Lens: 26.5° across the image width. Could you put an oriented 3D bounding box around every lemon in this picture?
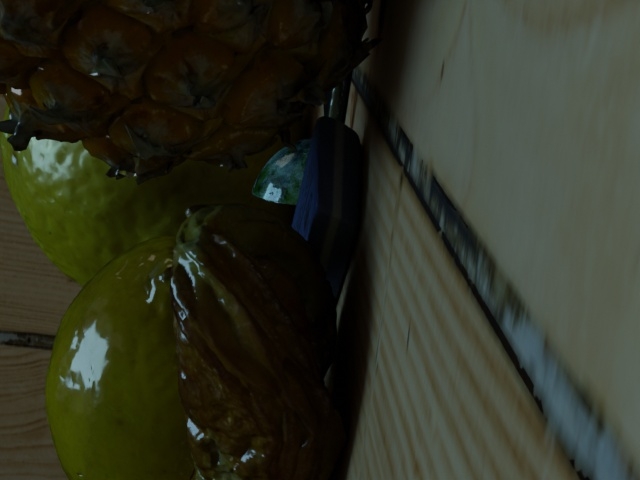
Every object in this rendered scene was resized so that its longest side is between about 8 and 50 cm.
[{"bbox_3d":[-0.120,0.124,1.154,0.263,0.236,0.236,-42,35,42],"label":"lemon"},{"bbox_3d":[-0.181,-0.096,1.508,0.387,0.350,0.349,-117,29,-48],"label":"lemon"}]

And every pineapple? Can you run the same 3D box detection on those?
[{"bbox_3d":[-0.112,-0.212,0.858,0.300,0.352,0.352,46,-144,-43],"label":"pineapple"}]

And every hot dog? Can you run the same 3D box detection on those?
[{"bbox_3d":[-0.038,0.090,0.917,0.175,0.114,0.259,-87,0,-46],"label":"hot dog"}]

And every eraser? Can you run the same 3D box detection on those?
[{"bbox_3d":[0.000,0.000,1.019,0.225,0.036,0.082,106,167,-60],"label":"eraser"}]

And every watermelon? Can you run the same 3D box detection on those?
[{"bbox_3d":[-0.016,-0.057,1.297,0.061,0.085,0.085,60,-157,-43],"label":"watermelon"}]

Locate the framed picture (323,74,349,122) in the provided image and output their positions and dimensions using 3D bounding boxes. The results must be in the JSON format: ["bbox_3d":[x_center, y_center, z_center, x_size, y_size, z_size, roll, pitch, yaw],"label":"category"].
[{"bbox_3d":[0.030,-0.287,1.158,0.255,0.014,0.338,-93,11,-64],"label":"framed picture"}]
